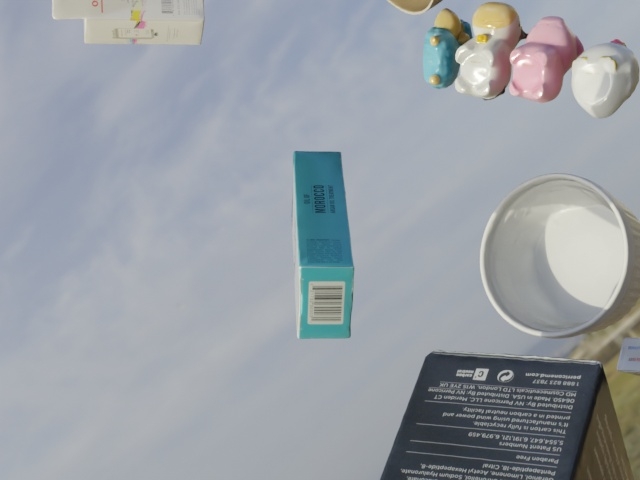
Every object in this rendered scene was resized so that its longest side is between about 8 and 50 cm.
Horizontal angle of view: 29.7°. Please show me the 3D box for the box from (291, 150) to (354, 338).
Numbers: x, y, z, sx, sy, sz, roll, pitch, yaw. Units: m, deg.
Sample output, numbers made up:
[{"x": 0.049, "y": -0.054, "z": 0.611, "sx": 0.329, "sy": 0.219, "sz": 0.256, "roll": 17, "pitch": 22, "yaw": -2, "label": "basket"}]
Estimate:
[{"x": 0.000, "y": 0.000, "z": 1.379, "sx": 0.244, "sy": 0.060, "sz": 0.100, "roll": -94, "pitch": 5, "yaw": -55, "label": "box"}]

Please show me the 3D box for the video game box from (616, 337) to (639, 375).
[{"x": 0.469, "y": 0.153, "z": 1.362, "sx": 0.187, "sy": 0.205, "sz": 0.048, "roll": 169, "pitch": 116, "yaw": -78, "label": "video game box"}]

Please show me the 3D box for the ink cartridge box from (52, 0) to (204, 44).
[{"x": -0.258, "y": -0.328, "z": 1.619, "sx": 0.198, "sy": 0.115, "sz": 0.067, "roll": 0, "pitch": -21, "yaw": -11, "label": "ink cartridge box"}]

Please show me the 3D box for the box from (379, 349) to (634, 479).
[{"x": 0.193, "y": 0.365, "z": 1.308, "sx": 0.395, "sy": 0.212, "sz": 0.293, "roll": -64, "pitch": -37, "yaw": -40, "label": "box"}]

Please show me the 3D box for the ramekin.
[{"x": 0.318, "y": 0.025, "z": 1.534, "sx": 0.207, "sy": 0.207, "sz": 0.109, "roll": -47, "pitch": -33, "yaw": 24, "label": "ramekin"}]

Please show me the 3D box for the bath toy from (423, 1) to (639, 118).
[{"x": 0.329, "y": -0.276, "z": 1.832, "sx": 0.129, "sy": 0.348, "sz": 0.151, "roll": -11, "pitch": -67, "yaw": -50, "label": "bath toy"}]

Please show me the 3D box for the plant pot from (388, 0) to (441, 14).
[{"x": 0.164, "y": -0.506, "z": 1.788, "sx": 0.191, "sy": 0.284, "sz": 0.284, "roll": -30, "pitch": -14, "yaw": -15, "label": "plant pot"}]
